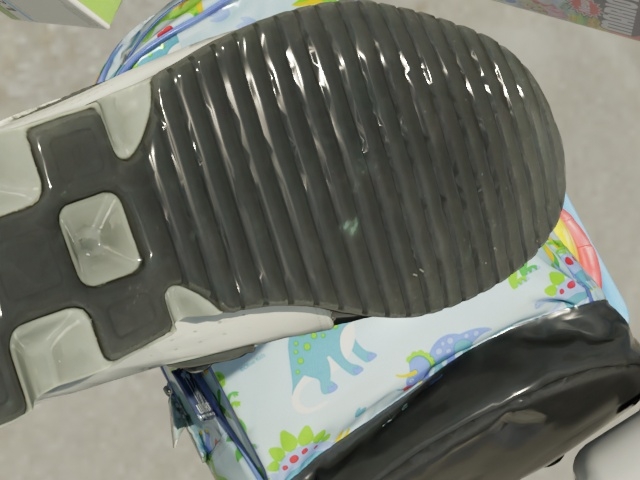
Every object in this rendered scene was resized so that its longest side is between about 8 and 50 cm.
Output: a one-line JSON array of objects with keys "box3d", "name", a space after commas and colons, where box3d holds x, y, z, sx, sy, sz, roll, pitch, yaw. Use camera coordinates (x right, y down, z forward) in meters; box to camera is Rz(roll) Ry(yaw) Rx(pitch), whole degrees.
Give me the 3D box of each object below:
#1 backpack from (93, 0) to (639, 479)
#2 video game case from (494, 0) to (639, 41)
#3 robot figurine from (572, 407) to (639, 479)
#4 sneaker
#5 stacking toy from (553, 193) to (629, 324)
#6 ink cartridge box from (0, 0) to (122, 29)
[{"box3d": [0.000, 0.000, 1.222, 0.355, 0.290, 0.273, 61, 0, 28], "name": "backpack"}, {"box3d": [0.196, -0.233, 1.587, 0.204, 0.285, 0.025, 74, 34, -74], "name": "video game case"}, {"box3d": [0.293, 0.154, 1.141, 0.200, 0.353, 0.300, 54, 6, -37], "name": "robot figurine"}, {"box3d": [-0.066, -0.007, 0.718, 0.330, 0.146, 0.122, -13, 90, -27], "name": "sneaker"}, {"box3d": [0.132, 0.018, 1.490, 0.175, 0.165, 0.302, 64, 5, 14], "name": "stacking toy"}, {"box3d": [-0.208, -0.250, 1.507, 0.189, 0.255, 0.097, 36, 73, -45], "name": "ink cartridge box"}]
